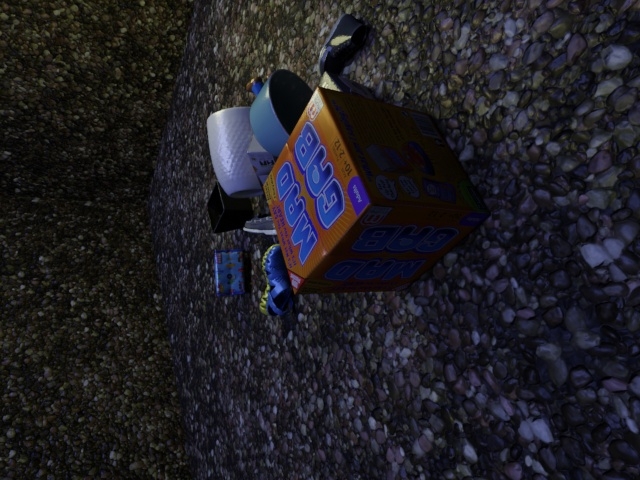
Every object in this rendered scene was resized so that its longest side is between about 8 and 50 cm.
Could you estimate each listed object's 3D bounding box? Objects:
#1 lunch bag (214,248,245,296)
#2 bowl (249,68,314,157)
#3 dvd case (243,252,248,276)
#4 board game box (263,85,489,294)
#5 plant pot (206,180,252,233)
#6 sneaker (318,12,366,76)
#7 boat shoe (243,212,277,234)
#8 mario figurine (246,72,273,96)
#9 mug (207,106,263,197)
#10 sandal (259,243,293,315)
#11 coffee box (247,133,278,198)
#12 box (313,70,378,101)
[{"bbox_3d":[-0.467,0.162,2.257,0.293,0.138,0.220,166,101,-74],"label":"lunch bag"},{"bbox_3d":[-0.123,-0.408,1.546,0.163,0.312,0.311,-22,68,34],"label":"bowl"},{"bbox_3d":[-0.380,0.123,2.227,0.087,0.013,0.119,-9,81,57],"label":"dvd case"},{"bbox_3d":[0.114,-0.106,1.142,0.356,0.357,0.356,-52,46,43],"label":"board game box"},{"bbox_3d":[-0.440,-0.155,2.196,0.187,0.167,0.188,-54,45,42],"label":"plant pot"},{"bbox_3d":[0.069,-0.636,1.502,0.118,0.083,0.221,56,132,43],"label":"sneaker"},{"bbox_3d":[-0.234,-0.072,1.927,0.305,0.109,0.091,5,92,52],"label":"boat shoe"},{"bbox_3d":[-0.185,-0.487,1.796,0.198,0.170,0.320,-21,92,15],"label":"mario figurine"},{"bbox_3d":[-0.323,-0.353,1.950,0.374,0.277,0.327,61,-160,-84],"label":"mug"},{"bbox_3d":[-0.159,0.170,1.790,0.138,0.126,0.316,23,116,52],"label":"sandal"},{"bbox_3d":[-0.187,-0.293,1.718,0.246,0.099,0.141,73,-159,-50],"label":"coffee box"},{"bbox_3d":[0.094,-0.384,1.372,0.142,0.164,0.247,-57,44,34],"label":"box"}]
